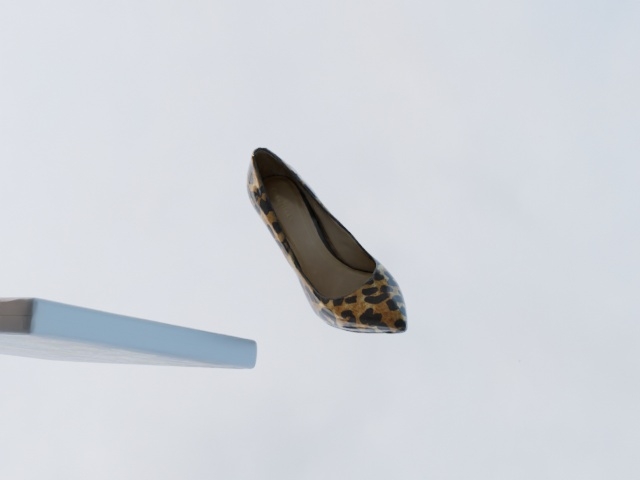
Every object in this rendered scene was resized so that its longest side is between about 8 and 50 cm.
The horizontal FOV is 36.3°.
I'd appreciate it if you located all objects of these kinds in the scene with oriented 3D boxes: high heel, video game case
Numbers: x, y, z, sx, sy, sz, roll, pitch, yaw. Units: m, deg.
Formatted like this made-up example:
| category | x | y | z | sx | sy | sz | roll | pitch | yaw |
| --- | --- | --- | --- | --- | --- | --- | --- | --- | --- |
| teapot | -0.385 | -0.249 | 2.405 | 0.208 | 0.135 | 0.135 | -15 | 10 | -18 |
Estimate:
| category | x | y | z | sx | sy | sz | roll | pitch | yaw |
| --- | --- | --- | --- | --- | --- | --- | --- | --- | --- |
| high heel | 0.000 | 0.000 | 1.119 | 0.093 | 0.186 | 0.261 | -35 | -144 | -14 |
| video game case | -0.276 | 0.095 | 0.984 | 0.300 | 0.329 | 0.036 | -2 | -103 | 30 |
